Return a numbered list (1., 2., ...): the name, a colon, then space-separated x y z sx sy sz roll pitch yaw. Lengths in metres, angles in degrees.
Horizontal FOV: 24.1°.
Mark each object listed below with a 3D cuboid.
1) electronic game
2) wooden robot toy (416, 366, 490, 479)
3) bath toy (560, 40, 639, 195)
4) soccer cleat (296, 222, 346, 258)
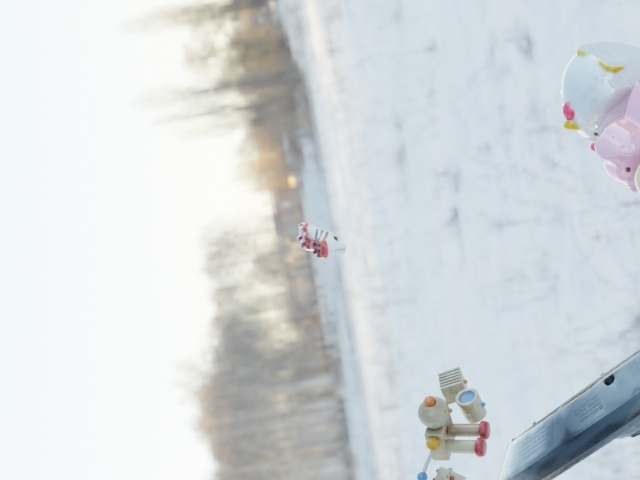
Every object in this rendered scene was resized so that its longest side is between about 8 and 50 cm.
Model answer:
1. electronic game: 0.208 0.094 0.954 0.048 0.229 0.229 56 176 10
2. wooden robot toy: 0.141 0.193 1.649 0.173 0.076 0.079 -71 -36 -47
3. bath toy: 0.367 -0.099 1.622 0.348 0.151 0.129 -130 37 -51
4. soccer cleat: 0.000 0.000 1.653 0.083 0.035 0.029 -144 54 -62
